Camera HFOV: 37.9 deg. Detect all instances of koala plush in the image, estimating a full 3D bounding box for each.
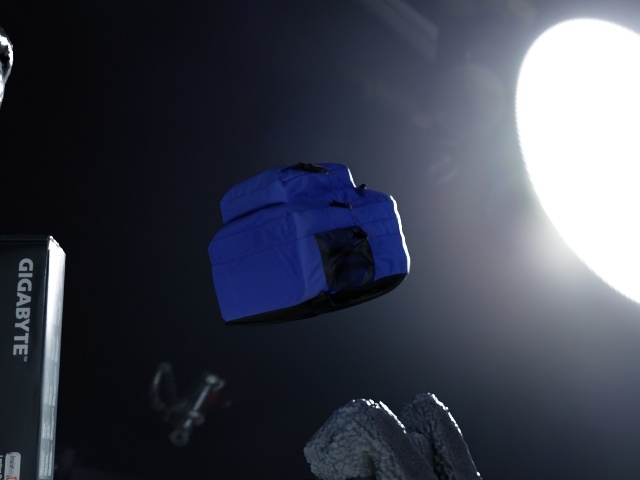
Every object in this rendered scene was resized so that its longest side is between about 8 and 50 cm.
[{"bbox_3d":[0.033,0.278,0.847,0.196,0.221,0.203,15,-136,-59],"label":"koala plush"}]

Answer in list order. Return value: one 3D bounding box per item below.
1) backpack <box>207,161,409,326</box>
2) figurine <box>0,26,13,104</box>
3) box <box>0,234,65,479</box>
[{"bbox_3d":[0.000,0.000,0.620,0.120,0.098,0.101,-6,-93,-47],"label":"backpack"},{"bbox_3d":[-0.125,-0.139,0.380,0.092,0.209,0.215,38,-108,-17],"label":"figurine"},{"bbox_3d":[-0.273,0.108,0.641,0.175,0.051,0.220,0,-105,-1],"label":"box"}]
